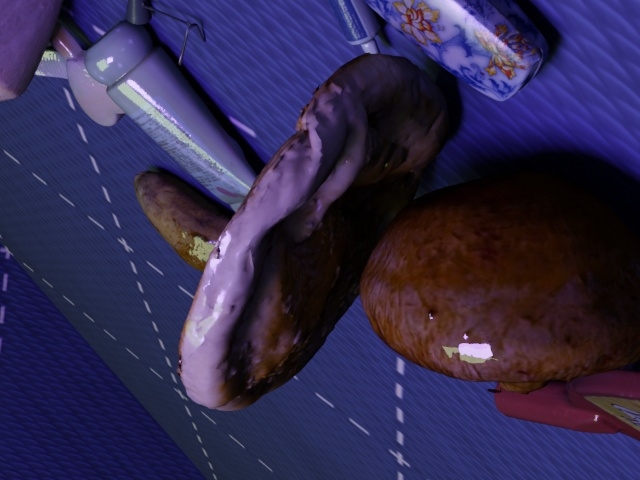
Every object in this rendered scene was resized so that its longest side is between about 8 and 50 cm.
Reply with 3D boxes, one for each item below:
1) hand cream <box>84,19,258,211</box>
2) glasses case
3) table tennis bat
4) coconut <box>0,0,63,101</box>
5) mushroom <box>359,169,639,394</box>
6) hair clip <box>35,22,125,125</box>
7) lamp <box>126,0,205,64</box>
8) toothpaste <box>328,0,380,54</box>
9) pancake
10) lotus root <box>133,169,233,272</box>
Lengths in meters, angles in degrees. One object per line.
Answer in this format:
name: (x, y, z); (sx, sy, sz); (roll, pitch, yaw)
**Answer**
hand cream: (-0.180, -0.147, 1.422); (0.306, 0.093, 0.147); (51, 159, -17)
glasses case: (0.079, -0.212, 0.890); (0.248, 0.065, 0.087); (44, 159, 6)
table tennis bat: (0.331, 0.174, 1.031); (0.268, 0.051, 0.415); (32, 163, -34)
coconut: (-0.484, -0.314, 1.439); (0.329, 0.329, 0.328); (37, 156, 19)
mushroom: (0.166, 0.038, 0.974); (0.264, 0.195, 0.283); (-5, 168, 7)
hair clip: (-0.340, -0.247, 1.571); (0.219, 0.071, 0.159); (24, 148, 33)
lamp: (-0.191, -0.268, 1.311); (0.121, 0.041, 0.054); (39, 148, 24)
toothpaste: (0.011, -0.248, 0.990); (0.057, 0.035, 0.197); (7, 134, 49)
pancake: (0.000, 0.001, 0.995); (0.082, 0.387, 0.387); (32, 155, 15)
lotus root: (-0.196, -0.021, 1.664); (0.258, 0.097, 0.110); (35, 159, 33)
